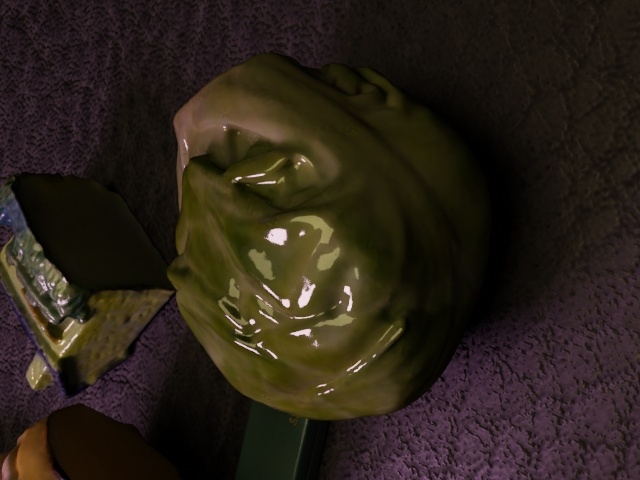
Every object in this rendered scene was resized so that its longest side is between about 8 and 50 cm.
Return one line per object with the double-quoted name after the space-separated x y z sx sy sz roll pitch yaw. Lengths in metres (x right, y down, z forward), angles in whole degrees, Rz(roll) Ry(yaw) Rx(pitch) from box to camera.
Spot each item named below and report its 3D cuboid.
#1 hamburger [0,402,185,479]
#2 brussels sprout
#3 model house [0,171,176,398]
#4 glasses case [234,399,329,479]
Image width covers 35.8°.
-0.256 0.326 1.007 0.237 0.276 0.276 -45 62 3 "hamburger"
0.000 0.000 0.855 0.328 0.247 0.327 2 93 35 "brussels sprout"
-0.312 0.057 1.142 0.194 0.170 0.211 52 120 23 "model house"
-0.039 0.210 1.009 0.078 0.039 0.184 19 102 37 "glasses case"
